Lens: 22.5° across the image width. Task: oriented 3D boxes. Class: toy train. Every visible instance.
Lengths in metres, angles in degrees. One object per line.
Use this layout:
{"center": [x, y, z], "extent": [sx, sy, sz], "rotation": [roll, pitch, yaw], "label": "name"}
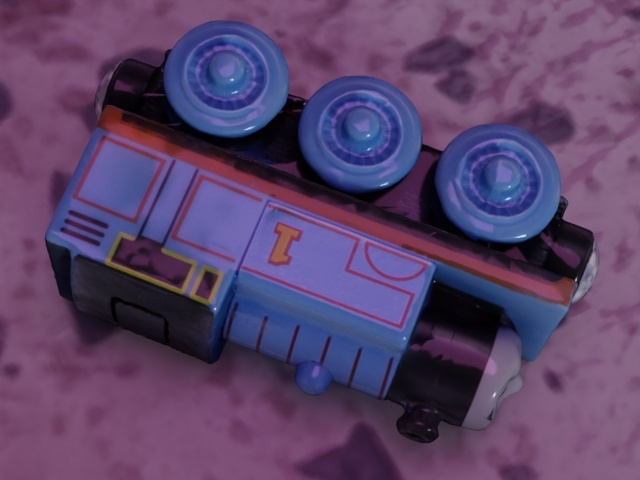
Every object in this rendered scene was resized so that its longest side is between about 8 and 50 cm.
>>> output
{"center": [0.000, 0.000, 0.549], "extent": [0.184, 0.080, 0.105], "rotation": [22, 72, 3], "label": "toy train"}
